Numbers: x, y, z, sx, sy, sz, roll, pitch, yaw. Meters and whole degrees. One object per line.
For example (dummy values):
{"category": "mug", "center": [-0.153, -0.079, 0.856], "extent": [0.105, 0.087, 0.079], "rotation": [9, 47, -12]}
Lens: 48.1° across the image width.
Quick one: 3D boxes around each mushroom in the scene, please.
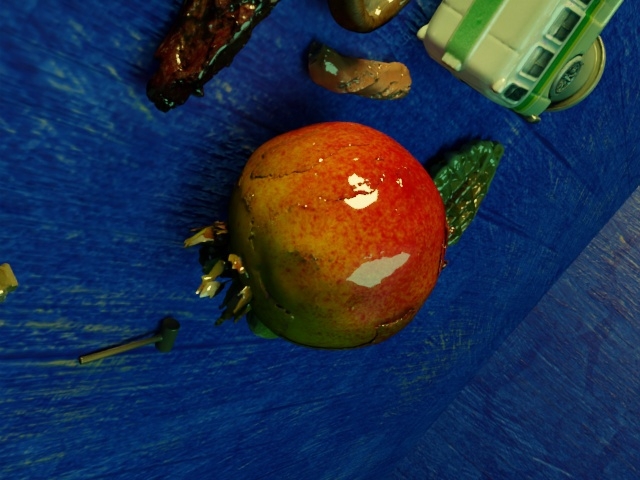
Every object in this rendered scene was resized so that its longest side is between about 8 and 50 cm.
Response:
{"category": "mushroom", "center": [0.046, -0.225, 0.566], "extent": [0.123, 0.052, 0.123], "rotation": [-42, 152, -28]}

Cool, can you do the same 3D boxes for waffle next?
{"category": "waffle", "center": [0.184, -0.053, 1.050], "extent": [0.207, 0.054, 0.214], "rotation": [-15, 135, -45]}

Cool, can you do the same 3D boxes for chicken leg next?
{"category": "chicken leg", "center": [-0.050, -0.172, 0.498], "extent": [0.205, 0.053, 0.093], "rotation": [-44, 180, 10]}

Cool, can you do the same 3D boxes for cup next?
{"category": "cup", "center": [0.266, -0.224, 0.863], "extent": [0.141, 0.120, 0.120], "rotation": [6, 124, -50]}

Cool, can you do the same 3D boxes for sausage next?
{"category": "sausage", "center": [0.038, -0.157, 0.679], "extent": [0.036, 0.042, 0.158], "rotation": [-17, 173, 35]}

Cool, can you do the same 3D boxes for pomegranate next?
{"category": "pomegranate", "center": [0.000, 0.000, 0.655], "extent": [0.235, 0.210, 0.210], "rotation": [-18, 152, -3]}

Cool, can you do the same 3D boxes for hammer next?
{"category": "hammer", "center": [-0.194, 0.106, 0.726], "extent": [0.110, 0.019, 0.035], "rotation": [-11, 138, -45]}

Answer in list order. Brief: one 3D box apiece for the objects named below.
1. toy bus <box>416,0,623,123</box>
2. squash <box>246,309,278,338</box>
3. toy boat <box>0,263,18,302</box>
{"category": "toy bus", "center": [0.226, -0.265, 0.699], "extent": [0.164, 0.133, 0.276], "rotation": [-7, 134, -56]}
{"category": "squash", "center": [-0.005, 0.025, 0.850], "extent": [0.229, 0.066, 0.066], "rotation": [-51, 156, 3]}
{"category": "toy boat", "center": [-0.271, 0.041, 0.461], "extent": [0.149, 0.047, 0.049], "rotation": [-22, 159, -39]}
